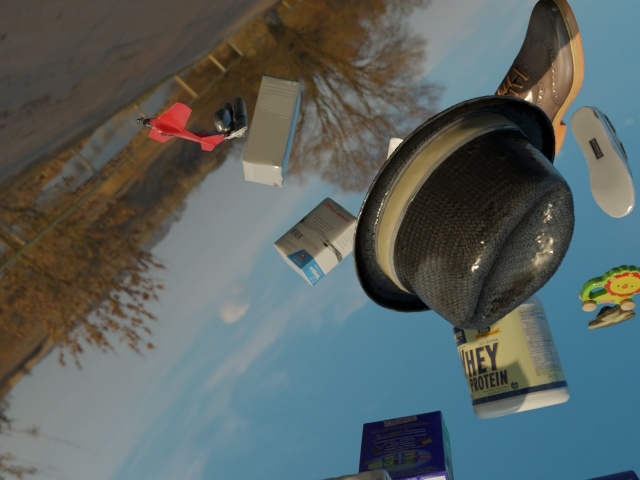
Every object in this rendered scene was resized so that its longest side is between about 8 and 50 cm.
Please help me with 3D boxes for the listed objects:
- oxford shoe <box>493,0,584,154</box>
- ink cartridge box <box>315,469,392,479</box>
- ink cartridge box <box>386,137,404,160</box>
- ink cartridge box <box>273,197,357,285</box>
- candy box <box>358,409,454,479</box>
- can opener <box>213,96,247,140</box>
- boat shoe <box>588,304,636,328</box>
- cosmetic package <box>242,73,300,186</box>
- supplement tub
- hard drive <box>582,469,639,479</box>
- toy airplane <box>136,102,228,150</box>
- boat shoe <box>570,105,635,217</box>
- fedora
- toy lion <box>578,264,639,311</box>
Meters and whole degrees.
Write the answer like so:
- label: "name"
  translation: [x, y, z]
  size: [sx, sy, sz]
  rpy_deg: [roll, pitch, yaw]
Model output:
- label: "oxford shoe"
  translation: [0.400, -0.287, 1.251]
  size: [0.133, 0.363, 0.130]
  rpy_deg: [-17, -136, -7]
- label: "ink cartridge box"
  translation: [0.084, 0.542, 1.279]
  size: [0.160, 0.219, 0.092]
  rpy_deg: [-16, -135, 13]
- label: "ink cartridge box"
  translation: [0.304, -0.096, 1.543]
  size: [0.119, 0.354, 0.207]
  rpy_deg: [-57, 158, -51]
- label: "ink cartridge box"
  translation: [0.000, 0.000, 1.768]
  size: [0.203, 0.085, 0.148]
  rpy_deg: [-41, -135, -9]
- label: "candy box"
  translation: [0.264, 0.676, 2.031]
  size: [0.268, 0.122, 0.317]
  rpy_deg: [-14, -163, 12]
- label: "can opener"
  translation: [-0.246, -0.352, 1.853]
  size: [0.074, 0.093, 0.280]
  rpy_deg: [-24, -155, 6]
- label: "boat shoe"
  translation: [0.718, 0.185, 1.633]
  size: [0.056, 0.049, 0.152]
  rpy_deg: [-7, 163, -21]
- label: "cosmetic package"
  translation: [-0.115, -0.262, 1.593]
  size: [0.127, 0.107, 0.237]
  rpy_deg: [100, 4, -71]
- label: "supplement tub"
  translation: [0.463, 0.265, 1.653]
  size: [0.235, 0.236, 0.324]
  rpy_deg: [-32, -117, 46]
- label: "hard drive"
  translation: [0.585, 0.635, 1.445]
  size: [0.319, 0.040, 0.210]
  rpy_deg: [-10, -139, -3]
- label: "toy airplane"
  translation: [-0.221, -0.174, 1.060]
  size: [0.151, 0.151, 0.028]
  rpy_deg: [-24, -118, 58]
- label: "boat shoe"
  translation: [0.640, -0.178, 1.453]
  size: [0.084, 0.257, 0.095]
  rpy_deg: [-8, 171, -39]
- label: "fedora"
  translation: [0.203, -0.007, 0.831]
  size: [0.334, 0.334, 0.152]
  rpy_deg: [-46, -137, 8]
- label: "toy lion"
  translation: [0.489, 0.077, 1.095]
  size: [0.100, 0.096, 0.034]
  rpy_deg: [-4, -133, 9]
